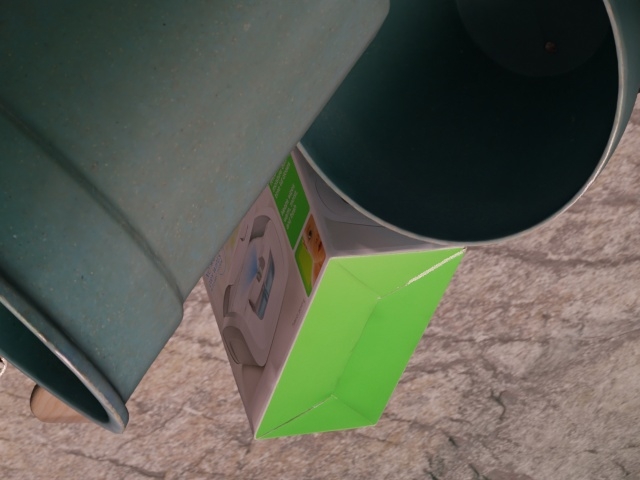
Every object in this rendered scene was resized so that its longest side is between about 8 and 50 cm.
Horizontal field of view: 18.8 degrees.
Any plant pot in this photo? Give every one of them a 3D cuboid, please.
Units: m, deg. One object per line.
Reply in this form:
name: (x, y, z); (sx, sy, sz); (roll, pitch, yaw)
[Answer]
plant pot: (0.128, -0.166, 1.488); (0.290, 0.290, 0.195); (-49, 174, 36)
plant pot: (-0.153, -0.111, 1.259); (0.334, 0.341, 0.341); (-50, 149, -13)

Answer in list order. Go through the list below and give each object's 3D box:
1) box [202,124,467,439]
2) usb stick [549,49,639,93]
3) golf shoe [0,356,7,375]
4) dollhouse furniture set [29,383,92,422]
box: (0.000, 0.000, 1.649); (0.127, 0.231, 0.262); (-4, 144, -23)
usb stick: (0.289, -0.166, 1.743); (0.278, 0.045, 0.077); (-19, 140, -3)
golf shoe: (-0.320, 0.113, 1.646); (0.273, 0.120, 0.105); (-28, 135, -77)
dollhouse furniture set: (-0.325, 0.041, 1.513); (0.303, 0.198, 0.286); (2, 161, -13)
